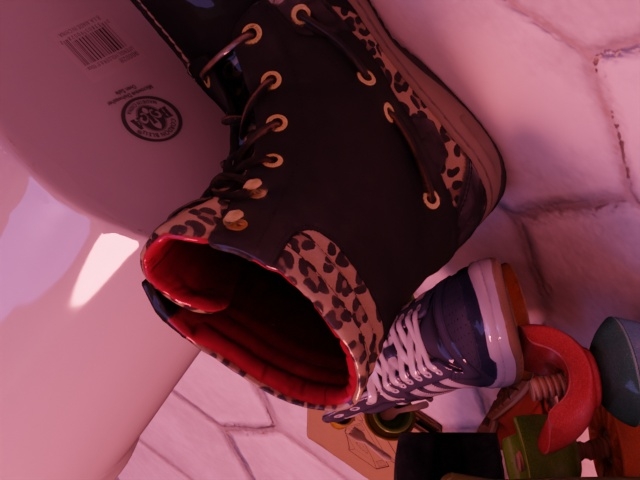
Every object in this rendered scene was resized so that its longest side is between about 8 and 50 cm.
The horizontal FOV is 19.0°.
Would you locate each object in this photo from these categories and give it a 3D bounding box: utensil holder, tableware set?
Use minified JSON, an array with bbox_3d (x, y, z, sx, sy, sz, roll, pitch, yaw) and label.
[{"bbox_3d":[-0.225,0.007,1.605,0.327,0.327,0.385,40,129,2],"label":"utensil holder"},{"bbox_3d":[0.061,0.115,1.738,0.104,0.154,0.024,34,156,4],"label":"tableware set"}]

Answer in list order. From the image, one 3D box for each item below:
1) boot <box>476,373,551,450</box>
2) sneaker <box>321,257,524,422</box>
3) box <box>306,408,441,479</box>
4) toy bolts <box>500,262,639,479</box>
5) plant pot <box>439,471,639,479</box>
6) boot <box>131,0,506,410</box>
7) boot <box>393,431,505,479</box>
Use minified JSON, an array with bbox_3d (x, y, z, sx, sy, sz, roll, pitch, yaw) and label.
[{"bbox_3d":[0.195,0.163,1.747,0.084,0.059,0.158,32,163,11],"label":"boot"},{"bbox_3d":[0.069,0.085,1.540,0.282,0.153,0.099,114,145,-80],"label":"sneaker"},{"bbox_3d":[0.054,0.205,2.054,0.164,0.021,0.201,33,155,17],"label":"box"},{"bbox_3d":[0.231,0.100,1.555,0.228,0.158,0.218,99,159,-73],"label":"toy bolts"},{"bbox_3d":[0.233,0.331,1.457,0.353,0.366,0.366,12,151,4],"label":"plant pot"},{"bbox_3d":[-0.050,-0.073,1.402,0.377,0.284,0.138,44,133,-12],"label":"boot"},{"bbox_3d":[0.152,0.395,1.804,0.445,0.146,0.367,83,174,-70],"label":"boot"}]
